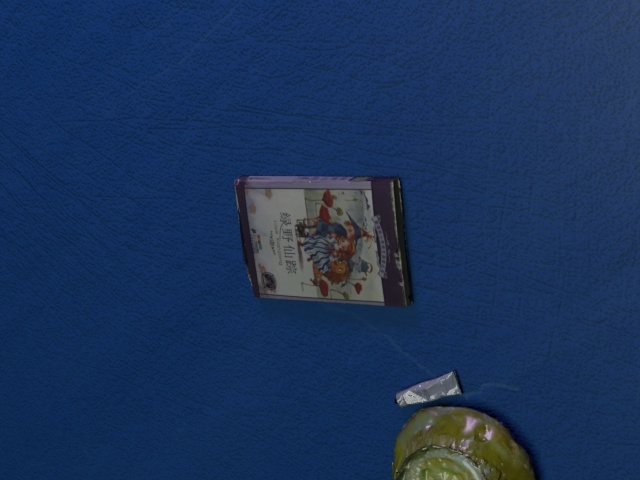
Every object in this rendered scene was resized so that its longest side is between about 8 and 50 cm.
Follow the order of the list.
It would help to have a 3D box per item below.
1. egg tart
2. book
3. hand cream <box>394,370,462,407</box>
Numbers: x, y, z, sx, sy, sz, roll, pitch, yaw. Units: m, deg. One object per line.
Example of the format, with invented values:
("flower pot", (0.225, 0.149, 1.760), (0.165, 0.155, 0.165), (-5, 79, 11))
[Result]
("egg tart", (0.160, 0.286, 1.585), (0.197, 0.078, 0.197), (9, 109, 29))
("book", (0.000, 0.000, 1.624), (0.231, 0.026, 0.157), (2, 107, 33))
("hand cream", (0.129, 0.181, 1.610), (0.093, 0.019, 0.030), (-21, 92, 29))
